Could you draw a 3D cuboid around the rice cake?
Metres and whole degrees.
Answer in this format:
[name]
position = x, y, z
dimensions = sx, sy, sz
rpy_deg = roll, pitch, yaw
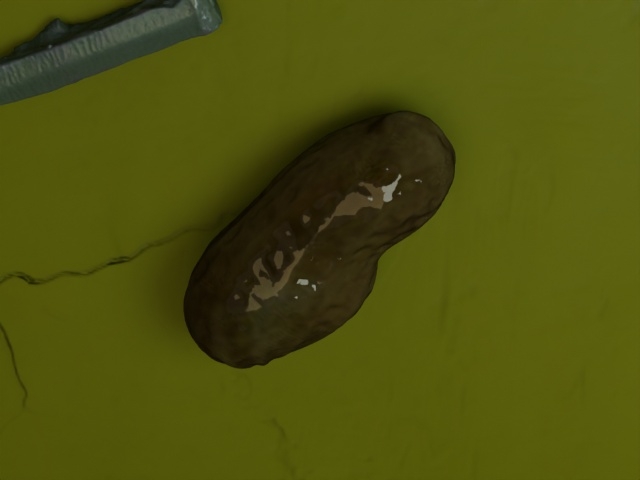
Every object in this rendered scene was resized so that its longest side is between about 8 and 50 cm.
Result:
[rice cake]
position = -0.154, -0.133, 1.142
dimensions = 0.180, 0.030, 0.042
rpy_deg = -18, 114, 13

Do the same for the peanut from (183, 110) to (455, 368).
[peanut]
position = 0.000, 0.000, 1.148
dimensions = 0.108, 0.095, 0.226
rpy_deg = 36, 108, -25
